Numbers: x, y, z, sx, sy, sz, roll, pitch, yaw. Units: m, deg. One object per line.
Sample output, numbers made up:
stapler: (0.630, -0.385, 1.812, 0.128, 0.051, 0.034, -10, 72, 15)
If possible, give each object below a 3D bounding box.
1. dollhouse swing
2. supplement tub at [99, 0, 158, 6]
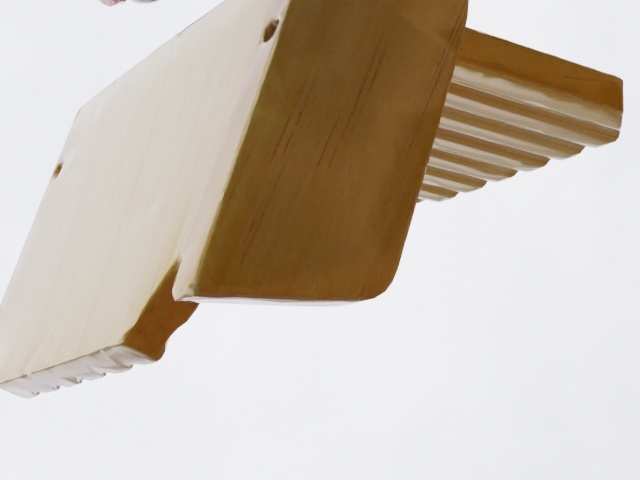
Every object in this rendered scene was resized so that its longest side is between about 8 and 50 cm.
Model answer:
dollhouse swing: (0.000, 0.000, 0.880, 0.305, 0.347, 0.315, 28, -116, -26)
supplement tub: (-0.149, -0.313, 1.296, 0.190, 0.117, 0.117, -28, -59, -24)
